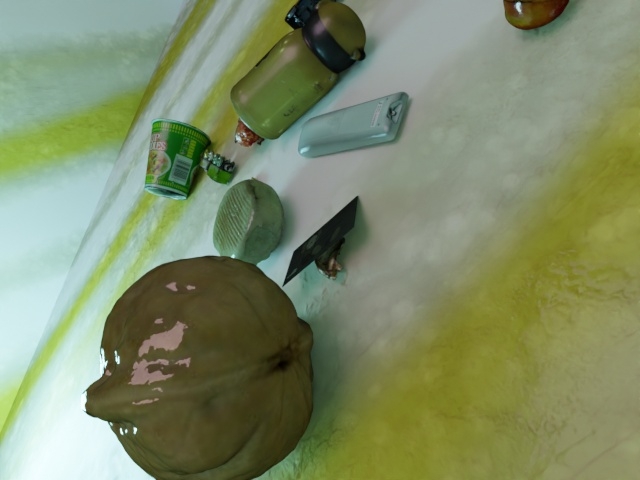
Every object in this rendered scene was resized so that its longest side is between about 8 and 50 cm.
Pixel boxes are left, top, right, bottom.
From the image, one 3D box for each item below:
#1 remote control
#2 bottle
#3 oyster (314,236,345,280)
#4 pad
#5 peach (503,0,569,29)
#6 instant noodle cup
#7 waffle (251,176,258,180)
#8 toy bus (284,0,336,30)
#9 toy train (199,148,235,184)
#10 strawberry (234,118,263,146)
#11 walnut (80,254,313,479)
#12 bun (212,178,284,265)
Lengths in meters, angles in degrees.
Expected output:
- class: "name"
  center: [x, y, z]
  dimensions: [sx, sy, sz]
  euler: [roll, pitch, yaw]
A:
- class: "remote control"
  center: [0.052, -0.243, 0.892]
  dimensions: [0.293, 0.051, 0.103]
  euler: [4, 70, 49]
- class: "bottle"
  center: [-0.046, -0.415, 1.020]
  dimensions: [0.351, 0.171, 0.171]
  euler: [-34, 46, 29]
- class: "oyster"
  center: [0.028, 0.034, 0.775]
  dimensions: [0.083, 0.038, 0.081]
  euler: [-42, 44, -16]
- class: "pad"
  center: [0.000, 0.000, 0.798]
  dimensions: [0.190, 0.004, 0.127]
  euler: [-40, 18, 26]
- class: "peach"
  center: [0.326, -0.355, 0.634]
  dimensions: [0.098, 0.061, 0.098]
  euler: [-11, 45, 11]
- class: "instant noodle cup"
  center: [-0.505, -0.269, 1.455]
  dimensions: [0.207, 0.207, 0.232]
  euler: [0, 77, 49]
- class: "waffle"
  center: [-0.191, -0.131, 1.132]
  dimensions: [0.085, 0.016, 0.078]
  euler: [32, 94, 52]
- class: "toy bus"
  center: [-0.014, -0.696, 1.219]
  dimensions: [0.194, 0.083, 0.088]
  euler: [-34, 36, 35]
- class: "toy train"
  center: [-0.325, -0.231, 1.313]
  dimensions: [0.202, 0.060, 0.081]
  euler: [34, 100, 54]
- class: "strawberry"
  center: [-0.186, -0.336, 1.188]
  dimensions: [0.188, 0.082, 0.121]
  euler: [-79, 5, -54]
- class: "walnut"
  center: [-0.182, 0.200, 0.674]
  dimensions: [0.381, 0.381, 0.381]
  euler: [-27, 49, 37]
- class: "bun"
  center: [-0.161, -0.038, 0.967]
  dimensions: [0.221, 0.108, 0.221]
  euler: [-25, 57, 45]
